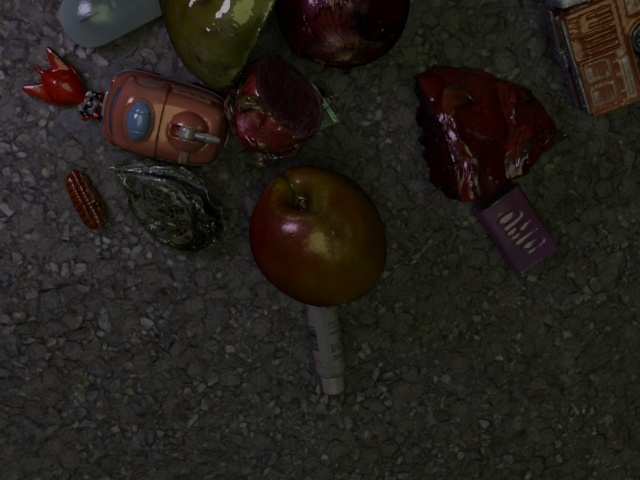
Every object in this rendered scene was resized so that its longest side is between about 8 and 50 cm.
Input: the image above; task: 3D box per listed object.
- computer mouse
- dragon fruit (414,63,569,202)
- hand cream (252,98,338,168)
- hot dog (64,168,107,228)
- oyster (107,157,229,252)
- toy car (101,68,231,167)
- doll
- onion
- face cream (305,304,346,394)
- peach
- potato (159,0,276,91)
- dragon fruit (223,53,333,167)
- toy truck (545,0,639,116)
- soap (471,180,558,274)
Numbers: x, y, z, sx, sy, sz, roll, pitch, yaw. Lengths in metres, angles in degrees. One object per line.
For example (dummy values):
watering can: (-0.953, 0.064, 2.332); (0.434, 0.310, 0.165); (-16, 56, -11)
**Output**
computer mouse: (-0.424, -0.484, 1.498); (0.231, 0.079, 0.128); (-32, 110, -3)
dragon fruit: (0.394, -0.264, 1.595); (0.329, 0.228, 0.286); (-12, 105, -3)
hand cream: (-0.061, -0.240, 1.629); (0.205, 0.050, 0.078); (-37, 103, -2)
hot dog: (-0.519, -0.091, 1.606); (0.062, 0.038, 0.144); (-23, 107, -1)
oyster: (-0.328, -0.090, 1.609); (0.198, 0.112, 0.267); (-23, 116, 20)
toy car: (-0.320, -0.245, 1.502); (0.271, 0.212, 0.180); (13, 103, -11)
doll: (-0.529, -0.315, 1.534); (0.169, 0.057, 0.109); (35, 100, -14)
onion: (0.042, -0.477, 1.463); (0.276, 0.276, 0.276); (-2, 105, -8)
face cream: (0.016, 0.245, 1.751); (0.082, 0.082, 0.269); (-9, 105, -6)
peach: (0.000, 0.000, 1.580); (0.308, 0.308, 0.332); (-35, 138, 2)
potato: (-0.210, -0.475, 1.407); (0.213, 0.280, 0.330); (22, 98, -20)
dragon fruit: (-0.100, -0.267, 1.519); (0.147, 0.282, 0.211); (-26, 89, 34)
toy truck: (0.609, -0.478, 1.598); (0.207, 0.173, 0.387); (-22, 110, 7)
soap: (0.470, -0.031, 1.751); (0.122, 0.065, 0.203); (-37, 106, 2)
